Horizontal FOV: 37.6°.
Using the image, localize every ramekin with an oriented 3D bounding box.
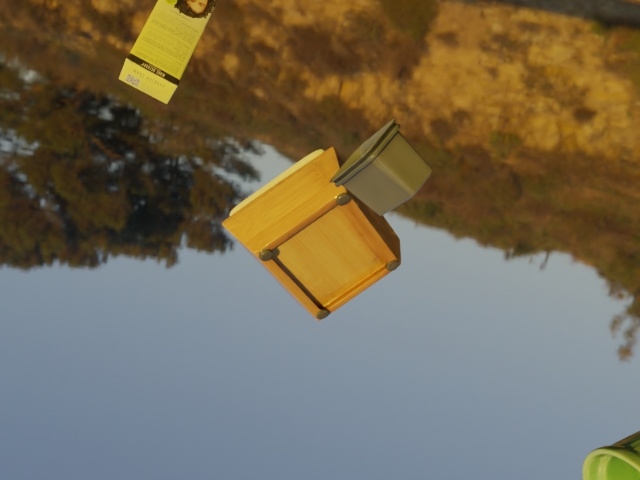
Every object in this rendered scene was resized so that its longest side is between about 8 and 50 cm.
[{"bbox_3d":[0.669,0.509,1.826,0.148,0.303,0.303,-25,-154,-19],"label":"ramekin"}]

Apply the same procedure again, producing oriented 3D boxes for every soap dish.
[{"bbox_3d":[0.000,0.000,1.646,0.291,0.229,0.118,50,-172,-46],"label":"soap dish"}]

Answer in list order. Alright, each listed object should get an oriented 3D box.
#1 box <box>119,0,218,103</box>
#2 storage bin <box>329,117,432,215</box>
[{"bbox_3d":[-0.223,-0.327,1.442,0.087,0.232,0.058,26,150,-15],"label":"box"},{"bbox_3d":[0.092,-0.099,1.311,0.091,0.098,0.135,43,153,-8],"label":"storage bin"}]
